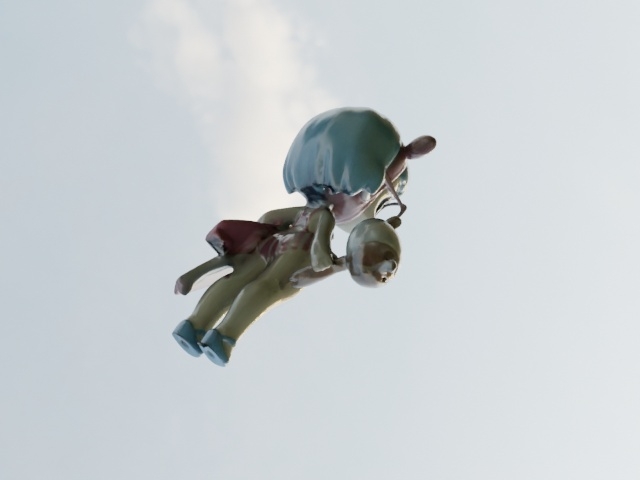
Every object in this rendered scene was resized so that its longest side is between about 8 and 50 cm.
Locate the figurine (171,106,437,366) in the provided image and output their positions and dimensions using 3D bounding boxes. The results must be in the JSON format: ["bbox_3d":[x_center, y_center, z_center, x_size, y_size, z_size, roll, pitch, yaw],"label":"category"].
[{"bbox_3d":[-0.011,-0.009,0.979,0.260,0.205,0.103,-47,-70,-23],"label":"figurine"}]
